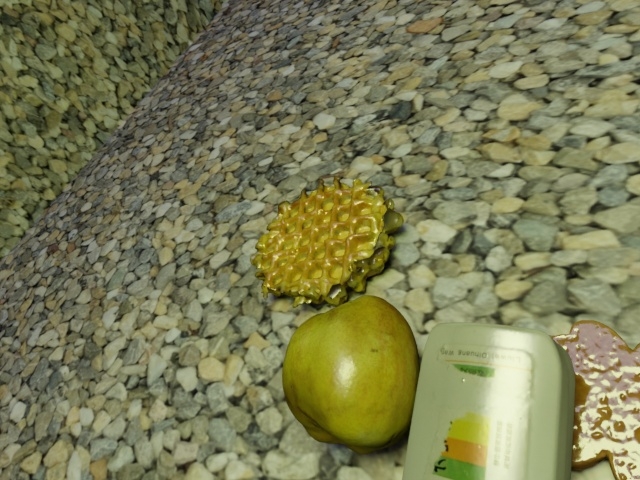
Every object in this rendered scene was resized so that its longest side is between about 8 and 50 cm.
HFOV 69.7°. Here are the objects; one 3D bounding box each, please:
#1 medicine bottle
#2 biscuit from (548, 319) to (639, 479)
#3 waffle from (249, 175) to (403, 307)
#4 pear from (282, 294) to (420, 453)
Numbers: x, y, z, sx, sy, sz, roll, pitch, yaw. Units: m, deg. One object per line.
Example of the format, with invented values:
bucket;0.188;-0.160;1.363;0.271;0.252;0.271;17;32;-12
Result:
medicine bottle;0.171;0.242;0.487;0.161;0.111;0.297;-4;64;44
biscuit;0.344;0.185;0.496;0.288;0.044;0.202;5;62;40
waffle;0.007;0.003;0.876;0.329;0.062;0.329;-18;45;20
pear;0.044;0.174;0.610;0.199;0.200;0.200;-19;46;21
